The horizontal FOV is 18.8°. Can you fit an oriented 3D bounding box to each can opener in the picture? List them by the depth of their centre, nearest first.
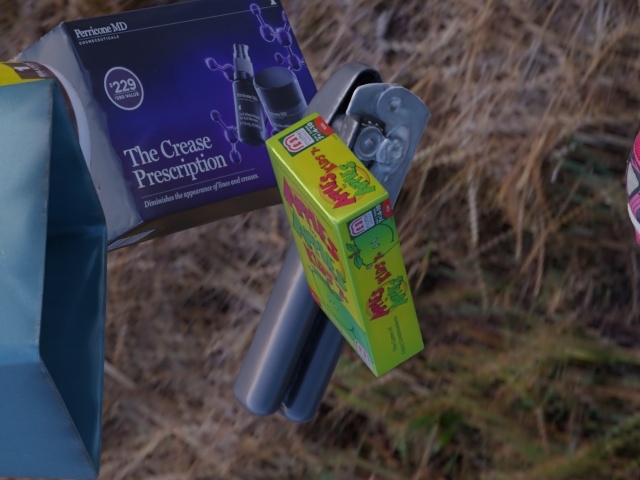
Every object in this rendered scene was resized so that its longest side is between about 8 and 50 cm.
[{"bbox_3d":[0.000,0.000,1.527,0.076,0.095,0.283,14,104,-37],"label":"can opener"}]

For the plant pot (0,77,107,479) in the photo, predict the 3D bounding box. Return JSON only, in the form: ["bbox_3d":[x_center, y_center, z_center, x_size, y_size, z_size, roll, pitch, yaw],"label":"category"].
[{"bbox_3d":[-0.246,0.032,1.052,0.234,0.165,0.165,-4,151,3],"label":"plant pot"}]

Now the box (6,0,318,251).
[{"bbox_3d":[-0.123,-0.108,1.701,0.103,0.261,0.184,-30,82,43],"label":"box"}]

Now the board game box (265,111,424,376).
[{"bbox_3d":[0.019,0.005,1.339,0.043,0.092,0.181,-31,143,-11],"label":"board game box"}]

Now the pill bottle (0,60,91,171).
[{"bbox_3d":[-0.266,-0.058,1.271,0.117,0.215,0.117,8,101,48],"label":"pill bottle"}]

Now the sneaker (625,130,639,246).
[{"bbox_3d":[0.325,-0.053,1.116,0.299,0.121,0.112,-18,141,5],"label":"sneaker"}]
